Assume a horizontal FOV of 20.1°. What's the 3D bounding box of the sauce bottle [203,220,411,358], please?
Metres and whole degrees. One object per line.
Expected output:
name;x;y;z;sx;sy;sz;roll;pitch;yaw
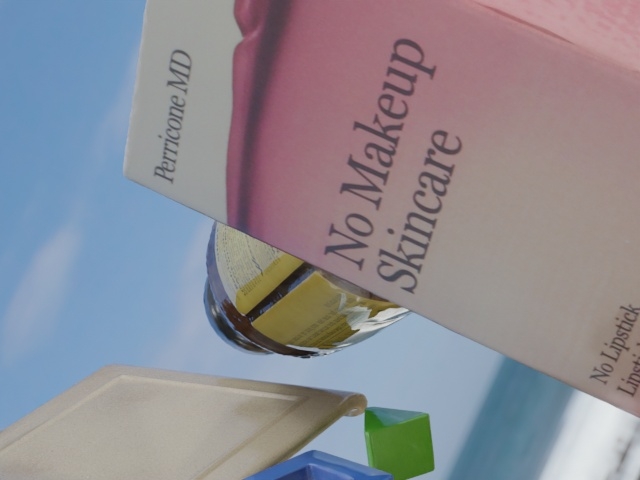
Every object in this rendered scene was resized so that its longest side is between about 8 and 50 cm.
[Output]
sauce bottle;0.000;0.000;0.912;0.111;0.111;0.344;-63;8;-16

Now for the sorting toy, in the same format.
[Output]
sorting toy;-0.097;0.121;0.965;0.196;0.347;0.047;-26;-66;-51

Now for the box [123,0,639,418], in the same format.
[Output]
box;0.063;-0.060;0.651;0.127;0.232;0.149;-56;-14;-43
